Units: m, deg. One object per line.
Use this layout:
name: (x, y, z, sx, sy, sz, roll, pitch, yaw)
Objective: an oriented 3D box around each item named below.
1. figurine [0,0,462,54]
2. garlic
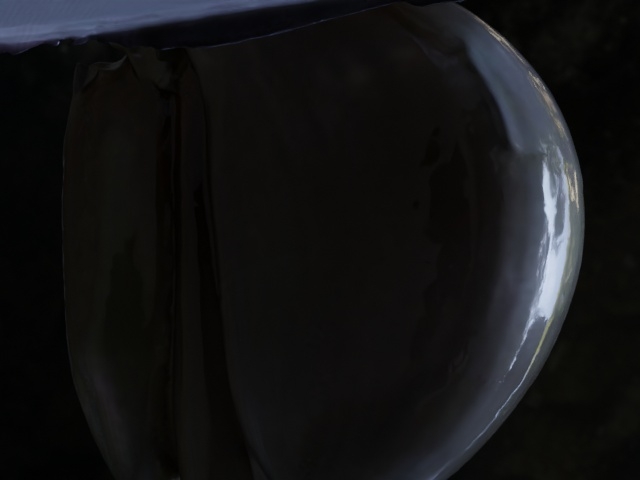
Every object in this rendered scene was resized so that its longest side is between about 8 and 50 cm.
figurine: (0.002, -0.210, 0.331, 0.284, 0.206, 0.315, -12, -94, 51)
garlic: (-0.001, 0.000, 0.888, 0.279, 0.132, 0.325, -16, -95, 37)
